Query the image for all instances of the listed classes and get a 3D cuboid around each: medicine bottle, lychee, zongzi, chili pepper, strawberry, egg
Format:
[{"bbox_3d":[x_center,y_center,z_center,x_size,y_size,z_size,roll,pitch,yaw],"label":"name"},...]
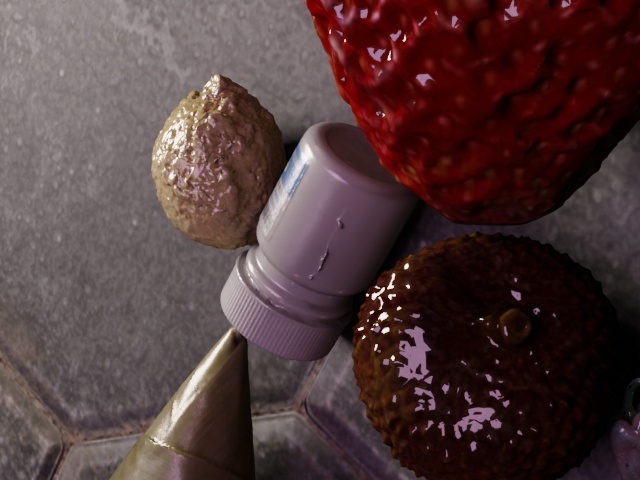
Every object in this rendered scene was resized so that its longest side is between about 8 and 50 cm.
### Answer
[{"bbox_3d":[0.000,0.000,1.261,0.105,0.105,0.168,45,120,30],"label":"medicine bottle"},{"bbox_3d":[0.116,0.088,1.116,0.194,0.194,0.194,3,95,41],"label":"lychee"},{"bbox_3d":[-0.071,0.272,1.322,0.289,0.154,0.317,45,114,22],"label":"zongzi"},{"bbox_3d":[0.231,0.167,1.110,0.050,0.041,0.153,-7,105,61],"label":"chili pepper"},{"bbox_3d":[0.117,-0.181,1.036,0.292,0.292,0.310,-15,76,41],"label":"strawberry"},{"bbox_3d":[-0.080,-0.060,1.323,0.118,0.116,0.140,-32,70,63],"label":"egg"}]
